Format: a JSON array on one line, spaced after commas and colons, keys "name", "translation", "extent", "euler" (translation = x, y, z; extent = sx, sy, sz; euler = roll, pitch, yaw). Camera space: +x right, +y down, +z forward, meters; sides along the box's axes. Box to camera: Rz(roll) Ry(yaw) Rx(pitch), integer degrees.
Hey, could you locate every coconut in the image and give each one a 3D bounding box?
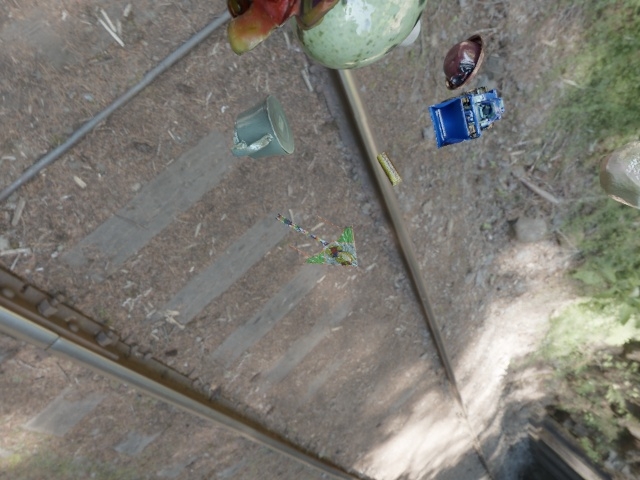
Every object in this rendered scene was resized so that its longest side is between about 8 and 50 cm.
[{"name": "coconut", "translation": [0.538, -0.118, 0.711], "extent": [0.110, 0.124, 0.110], "euler": [-20, 134, -22]}]

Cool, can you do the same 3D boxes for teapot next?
[{"name": "teapot", "translation": [-0.172, -0.286, 1.121], "extent": [0.149, 0.239, 0.162], "euler": [-13, 124, 16]}]

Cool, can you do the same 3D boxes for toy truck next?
[{"name": "toy truck", "translation": [0.379, -0.318, 1.062], "extent": [0.208, 0.126, 0.113], "euler": [-28, 109, -27]}]

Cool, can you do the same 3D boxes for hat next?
[{"name": "hat", "translation": [0.489, -0.630, 1.466], "extent": [0.089, 0.205, 0.205], "euler": [21, 106, -17]}]

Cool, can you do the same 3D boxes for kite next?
[{"name": "kite", "translation": [0.000, 0.000, 1.022], "extent": [0.244, 0.006, 0.198], "euler": [34, 132, -14]}]

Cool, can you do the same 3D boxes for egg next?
[{"name": "egg", "translation": [0.084, -0.541, 0.906], "extent": [0.379, 0.288, 0.287], "euler": [-57, 146, -31]}]

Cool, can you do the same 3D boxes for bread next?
[{"name": "bread", "translation": [0.204, -0.210, 1.231], "extent": [0.035, 0.094, 0.090], "euler": [-30, 174, 11]}]

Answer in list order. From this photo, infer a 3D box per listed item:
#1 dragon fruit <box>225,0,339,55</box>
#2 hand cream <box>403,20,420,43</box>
[{"name": "dragon fruit", "translation": [-0.041, -0.344, 0.398], "extent": [0.228, 0.307, 0.243], "euler": [-15, 101, -20]}, {"name": "hand cream", "translation": [0.225, -0.701, 1.332], "extent": [0.359, 0.118, 0.185], "euler": [-31, 124, -60]}]
